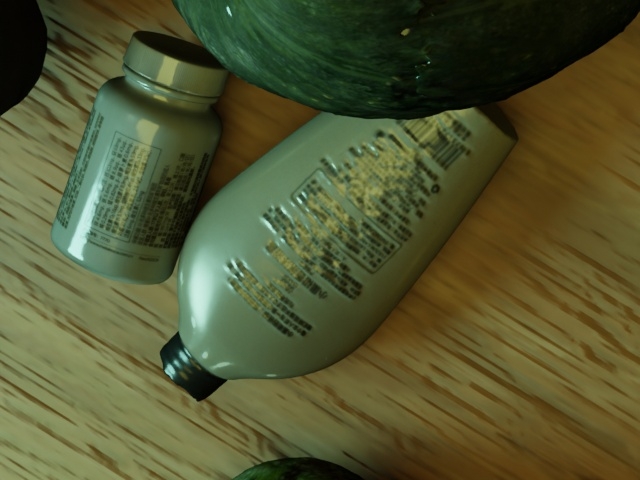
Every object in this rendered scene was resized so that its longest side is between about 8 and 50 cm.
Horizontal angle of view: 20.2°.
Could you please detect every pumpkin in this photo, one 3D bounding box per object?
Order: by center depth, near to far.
[{"bbox_3d":[0.020,-0.217,0.894,0.257,0.291,0.327,-39,119,-18],"label":"pumpkin"}]

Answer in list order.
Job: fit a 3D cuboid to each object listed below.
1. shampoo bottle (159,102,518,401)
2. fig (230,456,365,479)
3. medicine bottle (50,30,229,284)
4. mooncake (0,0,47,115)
[{"bbox_3d":[0.000,0.000,1.071,0.127,0.078,0.257,43,105,-11],"label":"shampoo bottle"},{"bbox_3d":[0.021,0.262,1.094,0.203,0.203,0.235,-42,120,17],"label":"fig"},{"bbox_3d":[-0.106,-0.050,1.083,0.079,0.079,0.140,22,106,6],"label":"medicine bottle"},{"bbox_3d":[-0.333,-0.195,1.024,0.381,0.212,0.350,4,109,18],"label":"mooncake"}]
